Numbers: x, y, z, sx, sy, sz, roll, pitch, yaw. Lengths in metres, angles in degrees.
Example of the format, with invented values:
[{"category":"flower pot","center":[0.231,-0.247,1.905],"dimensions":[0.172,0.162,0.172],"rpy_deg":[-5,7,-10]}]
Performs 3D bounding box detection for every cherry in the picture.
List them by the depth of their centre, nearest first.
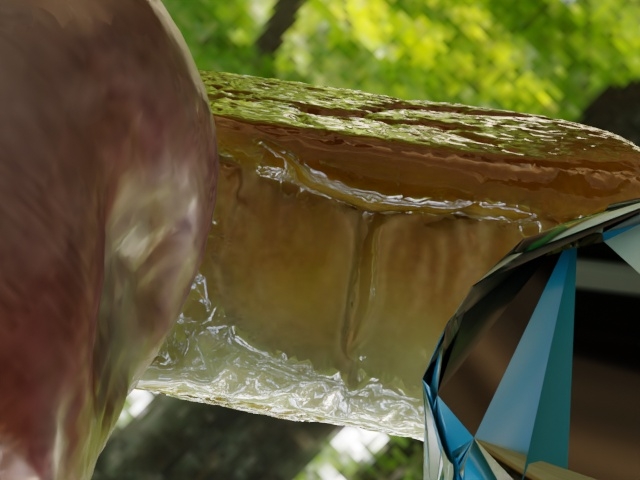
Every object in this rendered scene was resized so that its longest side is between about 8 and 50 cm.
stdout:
[{"category":"cherry","center":[-0.156,-0.008,0.565],"dimensions":[0.239,0.239,0.206],"rpy_deg":[47,152,18]}]

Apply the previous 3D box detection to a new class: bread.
[{"category":"bread","center":[-0.005,0.000,0.971],"dimensions":[0.389,0.183,0.236],"rpy_deg":[12,176,-16]}]

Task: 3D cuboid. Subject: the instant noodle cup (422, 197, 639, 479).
[{"category":"instant noodle cup","center":[0.129,0.102,0.574],"dimensions":[0.240,0.240,0.178],"rpy_deg":[-128,25,-55]}]
